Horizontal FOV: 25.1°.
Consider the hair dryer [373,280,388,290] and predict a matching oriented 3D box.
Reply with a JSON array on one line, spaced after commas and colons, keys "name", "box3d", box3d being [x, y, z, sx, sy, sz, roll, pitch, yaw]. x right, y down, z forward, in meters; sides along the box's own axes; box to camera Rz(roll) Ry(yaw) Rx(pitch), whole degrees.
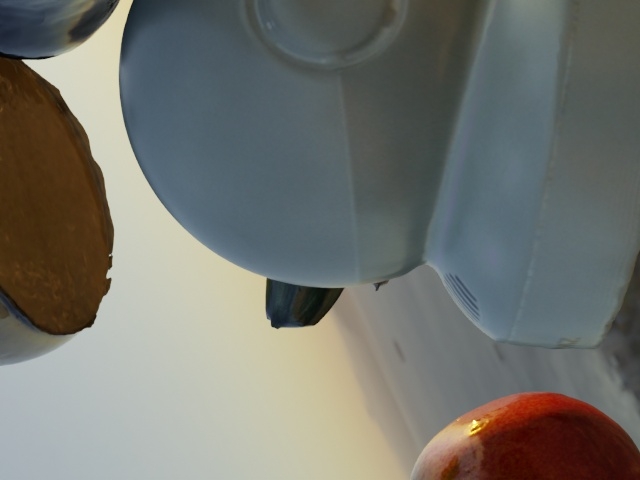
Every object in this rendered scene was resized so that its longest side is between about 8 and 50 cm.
[{"name": "hair dryer", "box3d": [0.065, -0.005, 1.544, 0.047, 0.082, 0.137, 61, -147, -47]}]

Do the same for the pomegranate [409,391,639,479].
[{"name": "pomegranate", "box3d": [0.159, 0.244, 1.194, 0.221, 0.257, 0.220, 164, 90, -82]}]

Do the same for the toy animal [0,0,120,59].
[{"name": "toy animal", "box3d": [-0.118, -0.171, 0.611, 0.343, 0.106, 0.168, -173, 100, -79]}]

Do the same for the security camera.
[{"name": "security camera", "box3d": [0.026, -0.060, 0.639, 0.194, 0.236, 0.194, 10, -90, -85]}]

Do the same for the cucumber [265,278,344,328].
[{"name": "cucumber", "box3d": [0.000, 0.000, 0.743, 0.048, 0.048, 0.105, 68, -142, -71]}]

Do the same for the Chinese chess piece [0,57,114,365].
[{"name": "Chinese chess piece", "box3d": [-0.269, -0.027, 1.155, 0.257, 0.104, 0.257, -16, -90, -71]}]
